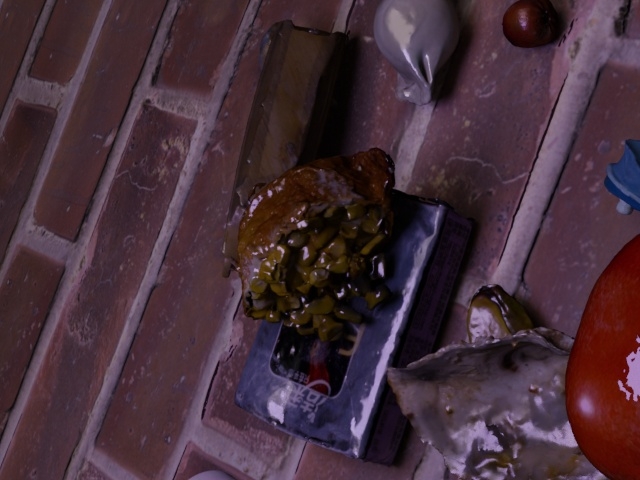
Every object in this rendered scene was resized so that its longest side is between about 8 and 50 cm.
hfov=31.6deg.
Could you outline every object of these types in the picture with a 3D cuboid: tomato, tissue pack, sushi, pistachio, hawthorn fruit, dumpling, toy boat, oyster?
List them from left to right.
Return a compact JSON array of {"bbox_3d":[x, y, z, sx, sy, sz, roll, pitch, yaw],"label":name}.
[{"bbox_3d":[-0.065,-0.147,1.728,0.162,0.135,0.446,100,-177,-65],"label":"toy boat"},{"bbox_3d":[-0.001,0.003,1.471,0.296,0.167,0.179,-36,41,11],"label":"sushi"},{"bbox_3d":[0.046,0.105,1.566,0.259,0.122,0.361,17,84,44],"label":"tissue pack"},{"bbox_3d":[0.136,-0.301,1.651,0.151,0.124,0.229,128,143,-76],"label":"dumpling"},{"bbox_3d":[0.236,0.137,1.412,0.089,0.049,0.173,-25,67,43],"label":"pistachio"},{"bbox_3d":[0.281,-0.293,1.528,0.077,0.077,0.077,-19,61,39],"label":"hawthorn fruit"},{"bbox_3d":[0.273,0.189,1.308,0.396,0.111,0.204,-15,95,26],"label":"oyster"},{"bbox_3d":[0.408,-0.031,1.281,0.238,0.109,0.098,46,142,45],"label":"toy boat"},{"bbox_3d":[0.398,0.127,1.060,0.289,0.325,0.293,25,104,60],"label":"tomato"}]

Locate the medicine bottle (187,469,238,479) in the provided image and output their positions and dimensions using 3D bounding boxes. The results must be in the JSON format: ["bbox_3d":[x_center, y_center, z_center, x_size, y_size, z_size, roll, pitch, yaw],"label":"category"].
[{"bbox_3d":[-0.082,0.433,1.526,0.293,0.170,0.170,22,90,48],"label":"medicine bottle"}]
